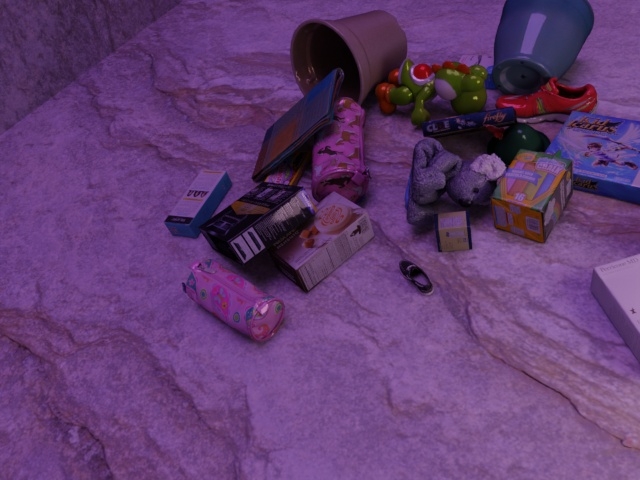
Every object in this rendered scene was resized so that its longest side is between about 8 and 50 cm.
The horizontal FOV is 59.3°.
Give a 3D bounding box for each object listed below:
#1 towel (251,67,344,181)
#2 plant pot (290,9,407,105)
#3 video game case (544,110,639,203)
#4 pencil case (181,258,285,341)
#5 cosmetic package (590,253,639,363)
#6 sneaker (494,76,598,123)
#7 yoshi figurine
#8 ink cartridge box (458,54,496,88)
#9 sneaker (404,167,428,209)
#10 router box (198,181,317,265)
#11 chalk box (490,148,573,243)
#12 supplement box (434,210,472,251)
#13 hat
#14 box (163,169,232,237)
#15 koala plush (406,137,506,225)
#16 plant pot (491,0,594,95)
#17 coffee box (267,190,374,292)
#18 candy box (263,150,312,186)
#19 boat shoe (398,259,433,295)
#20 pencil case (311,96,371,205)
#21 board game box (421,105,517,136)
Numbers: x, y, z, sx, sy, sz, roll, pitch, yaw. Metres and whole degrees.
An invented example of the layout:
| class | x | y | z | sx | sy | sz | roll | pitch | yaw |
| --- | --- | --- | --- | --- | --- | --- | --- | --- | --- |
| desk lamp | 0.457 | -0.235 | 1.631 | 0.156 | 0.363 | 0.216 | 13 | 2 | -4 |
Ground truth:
| class | x | y | z | sx | sy | sz | roll | pitch | yaw |
| --- | --- | --- | --- | --- | --- | --- | --- | --- | --- |
| towel | -0.073 | -0.361 | 1.769 | 0.370 | 0.040 | 0.272 | -33 | 33 | 39 |
| plant pot | 0.120 | -0.627 | 1.909 | 0.305 | 0.334 | 0.333 | -35 | 45 | -30 |
| video game case | 0.730 | -0.220 | 1.437 | 0.269 | 0.061 | 0.244 | 21 | 57 | 35 |
| pencil case | -0.220 | 0.143 | 1.405 | 0.284 | 0.124 | 0.124 | 26 | 61 | 37 |
| cosmetic package | 0.642 | 0.141 | 1.104 | 0.117 | 0.086 | 0.231 | -18 | 45 | 3 |
| sneaker | 0.644 | -0.411 | 1.611 | 0.278 | 0.118 | 0.107 | 5 | 49 | 25 |
| yoshi figurine | 0.367 | -0.457 | 1.764 | 0.203 | 0.204 | 0.362 | -4 | 9 | -43 |
| ink cartridge box | 0.503 | -0.555 | 1.847 | 0.180 | 0.060 | 0.104 | 12 | 54 | 30 |
| sneaker | 0.279 | -0.153 | 1.548 | 0.078 | 0.067 | 0.188 | 8 | 53 | 12 |
| router box | -0.179 | -0.056 | 1.528 | 0.243 | 0.081 | 0.309 | -37 | 22 | -16 |
| chalk box | 0.520 | -0.127 | 1.355 | 0.132 | 0.132 | 0.213 | 21 | 65 | 35 |
| supplement box | 0.326 | -0.022 | 1.380 | 0.083 | 0.083 | 0.056 | -5 | 46 | 15 |
| hat | 0.529 | -0.306 | 1.506 | 0.172 | 0.184 | 0.209 | -2 | 47 | 18 |
| box | -0.378 | -0.119 | 1.760 | 0.100 | 0.060 | 0.244 | 6 | 50 | 26 |
| koala plush | 0.337 | -0.153 | 1.406 | 0.221 | 0.196 | 0.203 | 6 | 57 | 6 |
| plant pot | 0.639 | -0.575 | 1.685 | 0.271 | 0.272 | 0.255 | 15 | 68 | 32 |
| coffee box | 0.000 | 0.000 | 1.472 | 0.246 | 0.098 | 0.141 | -39 | 46 | -17 |
| candy box | -0.110 | -0.209 | 1.770 | 0.105 | 0.027 | 0.206 | 4 | 49 | 29 |
| boat shoe | 0.227 | 0.081 | 1.351 | 0.046 | 0.038 | 0.125 | -27 | 44 | -6 |
| pencil case | 0.060 | -0.268 | 1.670 | 0.167 | 0.160 | 0.386 | 8 | 45 | -7 |
| board game box | 0.424 | -0.331 | 1.591 | 0.243 | 0.042 | 0.165 | -6 | 5 | 23 |
